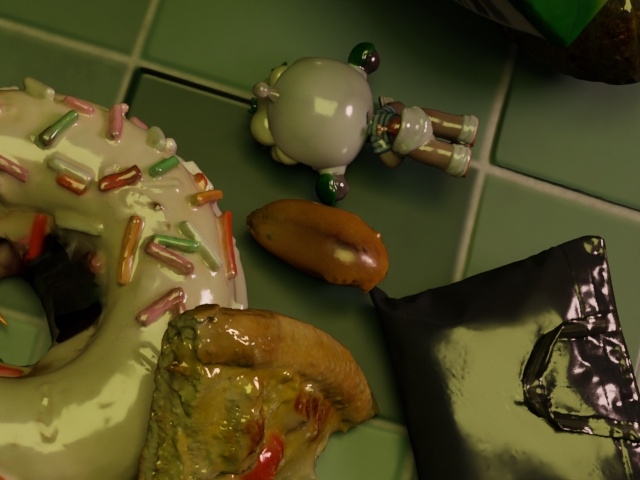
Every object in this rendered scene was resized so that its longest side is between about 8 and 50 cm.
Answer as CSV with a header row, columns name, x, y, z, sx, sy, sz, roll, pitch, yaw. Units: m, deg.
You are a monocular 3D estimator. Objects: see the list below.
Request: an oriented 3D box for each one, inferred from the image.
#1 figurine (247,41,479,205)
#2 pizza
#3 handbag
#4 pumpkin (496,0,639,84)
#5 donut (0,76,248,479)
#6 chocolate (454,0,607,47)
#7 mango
name,x,y,z,sx,sy,sz,roll,pitch,yaw
figurine,0.034,-0.098,1.465,0.197,0.093,0.147,16,80,-7
pizza,-0.067,0.192,1.332,0.075,0.280,0.287,28,97,32
handbag,0.170,0.136,1.416,0.211,0.088,0.254,-13,78,-2
pumpkin,0.253,-0.242,1.514,0.219,0.162,0.219,-5,71,16
donut,-0.235,0.047,1.354,0.383,0.142,0.382,3,74,-9
chocolate,0.166,-0.357,1.419,0.341,0.161,0.360,-49,48,-8
mango,0.000,0.000,1.437,0.127,0.077,0.063,22,95,13
